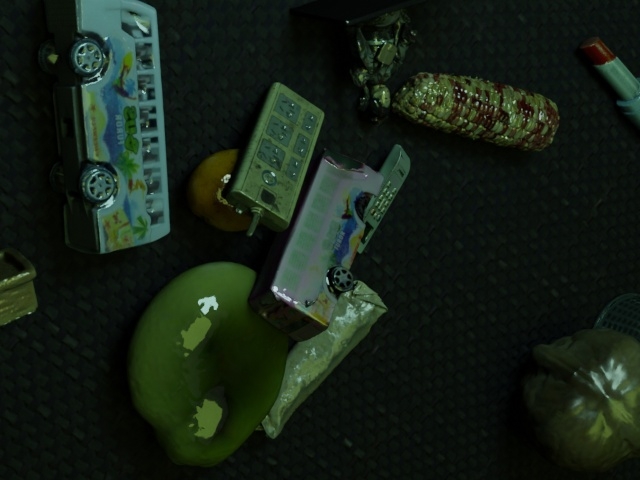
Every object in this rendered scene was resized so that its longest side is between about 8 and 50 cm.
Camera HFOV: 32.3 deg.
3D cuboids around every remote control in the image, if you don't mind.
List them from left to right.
[{"bbox_3d":[0.085,-0.062,1.661,0.166,0.029,0.065,-60,157,-5],"label":"remote control"}]

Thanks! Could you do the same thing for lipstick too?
[{"bbox_3d":[0.526,-0.250,1.864,0.274,0.061,0.068,40,81,-29],"label":"lipstick"}]

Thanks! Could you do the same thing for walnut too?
[{"bbox_3d":[0.443,0.261,1.801,0.248,0.248,0.248,-6,102,-29],"label":"walnut"}]

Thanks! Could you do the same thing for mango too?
[{"bbox_3d":[-0.107,-0.069,1.529,0.165,0.089,0.115,1,89,-33],"label":"mango"}]

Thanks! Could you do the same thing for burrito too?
[{"bbox_3d":[-0.008,0.180,1.645,0.082,0.059,0.275,44,77,-21],"label":"burrito"}]

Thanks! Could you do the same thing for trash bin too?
[{"bbox_3d":[0.584,0.188,1.921,0.175,0.161,0.175,-4,99,-29],"label":"trash bin"}]

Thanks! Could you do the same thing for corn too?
[{"bbox_3d":[0.239,-0.200,1.696,0.290,0.098,0.098,8,95,-27],"label":"corn"}]

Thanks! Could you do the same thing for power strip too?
[{"bbox_3d":[-0.063,-0.104,1.493,0.092,0.034,0.268,33,48,-19],"label":"power strip"}]

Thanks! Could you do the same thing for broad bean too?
[{"bbox_3d":[-0.155,0.172,1.524,0.238,0.119,0.291,11,93,-30],"label":"broad bean"}]

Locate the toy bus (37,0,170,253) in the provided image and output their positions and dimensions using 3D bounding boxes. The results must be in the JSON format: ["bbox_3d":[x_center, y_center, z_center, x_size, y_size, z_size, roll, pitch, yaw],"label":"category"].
[{"bbox_3d":[-0.272,-0.154,1.411,0.136,0.109,0.329,-11,104,-37],"label":"toy bus"}]

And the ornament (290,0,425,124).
[{"bbox_3d":[0.079,-0.253,1.577,0.166,0.153,0.196,-23,119,-23],"label":"ornament"}]

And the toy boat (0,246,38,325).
[{"bbox_3d":[-0.442,0.077,1.348,0.188,0.116,0.061,-22,116,-26],"label":"toy boat"}]

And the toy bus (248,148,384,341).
[{"bbox_3d":[0.000,0.000,1.542,0.112,0.090,0.274,33,55,-18],"label":"toy bus"}]
